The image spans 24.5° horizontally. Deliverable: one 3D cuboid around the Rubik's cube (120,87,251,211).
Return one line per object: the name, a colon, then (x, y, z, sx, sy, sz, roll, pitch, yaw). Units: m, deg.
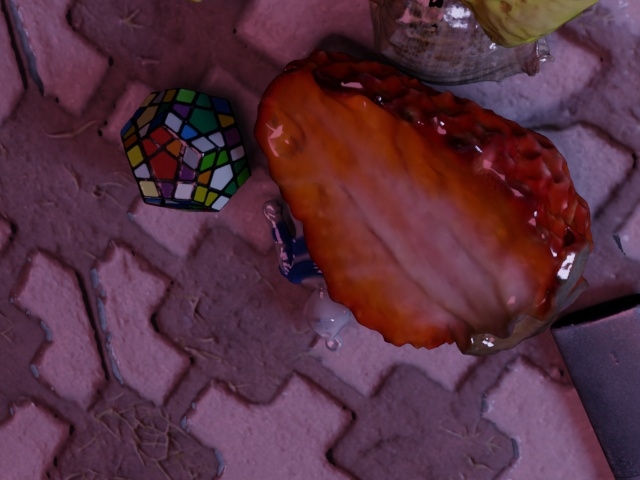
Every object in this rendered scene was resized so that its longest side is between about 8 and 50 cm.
Rubik's cube: (-0.131, -0.086, 1.432, 0.133, 0.133, 0.112, 5, 85, 17)

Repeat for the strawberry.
strawberry: (0.100, -0.052, 1.345, 0.336, 0.149, 0.265, 45, 138, -2)

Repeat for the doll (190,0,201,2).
doll: (-0.128, -0.366, 1.321, 0.141, 0.117, 0.296, 13, 114, 10)

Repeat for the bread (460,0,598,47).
bread: (0.149, -0.335, 1.124, 0.348, 0.348, 0.308, -36, 100, 26)

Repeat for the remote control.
remote control: (0.342, 0.231, 1.435, 0.107, 0.044, 0.377, -21, 103, 19)

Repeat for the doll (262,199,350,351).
doll: (0.000, 0.000, 1.455, 0.114, 0.057, 0.227, 1, 101, 11)

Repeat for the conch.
conch: (0.113, -0.205, 1.330, 0.207, 0.130, 0.155, 26, 159, -11)
